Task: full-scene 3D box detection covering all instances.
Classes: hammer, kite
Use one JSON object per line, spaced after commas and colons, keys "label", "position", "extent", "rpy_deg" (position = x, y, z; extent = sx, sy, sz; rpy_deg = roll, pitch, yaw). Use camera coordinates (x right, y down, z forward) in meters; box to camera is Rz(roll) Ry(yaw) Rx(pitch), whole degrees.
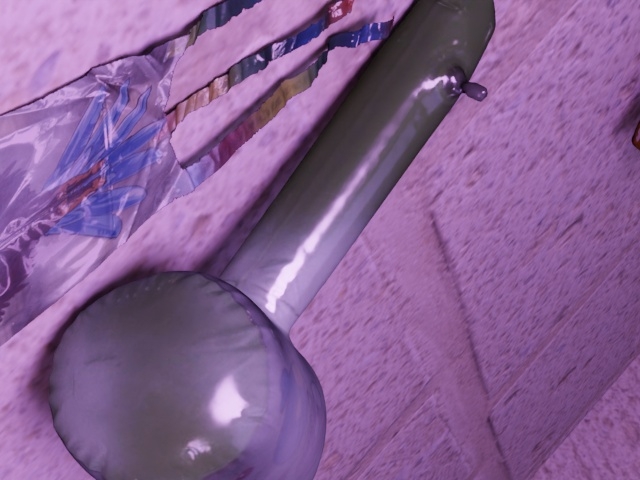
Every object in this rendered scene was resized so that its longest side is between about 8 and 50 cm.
{"label": "hammer", "position": [0.000, 0.000, 0.829], "extent": [0.335, 0.119, 0.206], "rpy_deg": [-54, 164, -6]}
{"label": "kite", "position": [-0.069, -0.054, 0.688], "extent": [0.310, 0.015, 0.169], "rpy_deg": [-42, 159, -22]}

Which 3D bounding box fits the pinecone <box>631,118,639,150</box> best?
{"label": "pinecone", "position": [0.386, -0.127, 1.330], "extent": [0.202, 0.201, 0.229], "rpy_deg": [-54, 142, -36]}
